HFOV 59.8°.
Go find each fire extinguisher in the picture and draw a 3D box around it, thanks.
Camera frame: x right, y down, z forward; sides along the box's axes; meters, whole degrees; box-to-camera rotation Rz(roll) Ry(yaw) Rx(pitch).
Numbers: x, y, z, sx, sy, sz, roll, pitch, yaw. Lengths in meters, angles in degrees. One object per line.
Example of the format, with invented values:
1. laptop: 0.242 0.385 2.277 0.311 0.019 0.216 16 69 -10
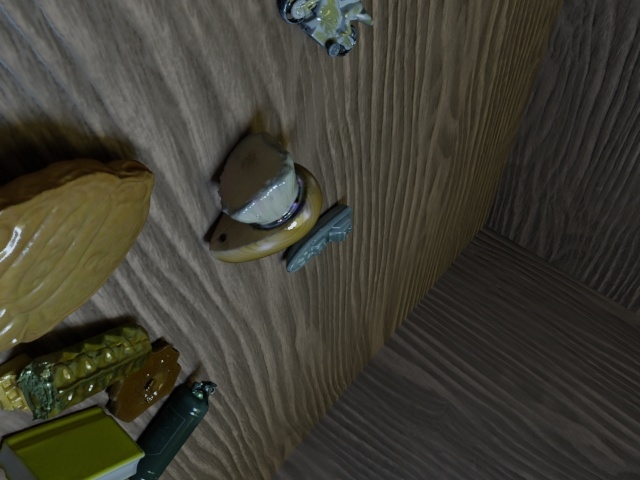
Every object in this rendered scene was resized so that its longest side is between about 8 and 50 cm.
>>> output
1. fire extinguisher: -0.366 0.469 1.394 0.095 0.114 0.311 37 85 -22

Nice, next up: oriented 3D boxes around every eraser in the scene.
1. eraser: -0.466 0.409 1.050 0.226 0.158 0.069 -1 120 -62

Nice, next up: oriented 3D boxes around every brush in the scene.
1. brush: -0.134 -0.063 1.081 0.266 0.174 0.166 -42 145 9

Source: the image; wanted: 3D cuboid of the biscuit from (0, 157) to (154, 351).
1. biscuit: -0.364 0.024 0.761 0.312 0.057 0.351 -56 172 12

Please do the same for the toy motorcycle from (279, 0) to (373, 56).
1. toy motorcycle: 0.022 -0.420 0.996 0.228 0.074 0.151 8 120 -55

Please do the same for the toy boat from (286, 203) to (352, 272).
1. toy boat: 0.000 0.000 1.500 0.260 0.085 0.078 -43 155 -27

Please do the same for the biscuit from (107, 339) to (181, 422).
1. biscuit: -0.385 0.296 1.216 0.182 0.034 0.215 -35 148 -41

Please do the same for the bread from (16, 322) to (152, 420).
1. bread: -0.397 0.218 0.982 0.087 0.098 0.269 -22 180 21

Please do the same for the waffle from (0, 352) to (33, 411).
1. waffle: -0.518 0.279 0.931 0.125 0.032 0.191 -38 150 -40
